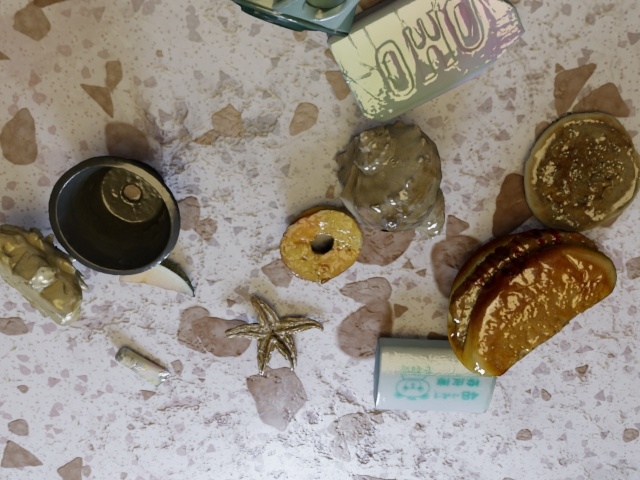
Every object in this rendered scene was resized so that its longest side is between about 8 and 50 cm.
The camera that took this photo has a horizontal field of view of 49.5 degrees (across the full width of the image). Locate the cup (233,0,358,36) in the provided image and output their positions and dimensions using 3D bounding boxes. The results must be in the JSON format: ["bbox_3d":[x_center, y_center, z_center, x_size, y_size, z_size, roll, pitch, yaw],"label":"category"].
[{"bbox_3d":[-0.009,-0.548,1.173,0.401,0.310,0.392,29,111,24],"label":"cup"}]

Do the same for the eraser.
[{"bbox_3d":[0.282,0.335,1.728,0.290,0.104,0.189,2,119,-2],"label":"eraser"}]

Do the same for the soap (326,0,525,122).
[{"bbox_3d":[0.208,-0.394,1.375,0.347,0.115,0.208,-25,114,10],"label":"soap"}]

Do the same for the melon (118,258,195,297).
[{"bbox_3d":[-0.374,0.078,1.621,0.182,0.054,0.098,14,120,-7],"label":"melon"}]

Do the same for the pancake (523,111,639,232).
[{"bbox_3d":[0.575,-0.145,1.538,0.282,0.049,0.282,0,112,0],"label":"pancake"}]

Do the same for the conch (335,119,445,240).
[{"bbox_3d":[0.139,-0.103,1.455,0.186,0.263,0.324,-43,125,-28],"label":"conch"}]

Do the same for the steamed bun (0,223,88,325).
[{"bbox_3d":[-0.608,0.055,1.503,0.292,0.137,0.295,26,151,31],"label":"steamed bun"}]

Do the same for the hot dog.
[{"bbox_3d":[0.443,0.109,1.564,0.405,0.185,0.223,-38,101,5],"label":"hot dog"}]

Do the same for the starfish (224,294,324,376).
[{"bbox_3d":[-0.110,0.231,1.702,0.241,0.043,0.227,-7,117,-2],"label":"starfish"}]

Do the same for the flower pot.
[{"bbox_3d":[-0.420,-0.076,1.486,0.269,0.166,0.269,1,117,1],"label":"flower pot"}]

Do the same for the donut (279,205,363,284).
[{"bbox_3d":[0.001,0.001,1.581,0.174,0.074,0.190,42,104,-17],"label":"donut"}]

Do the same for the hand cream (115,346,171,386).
[{"bbox_3d":[-0.450,0.318,1.742,0.143,0.039,0.061,38,107,-22],"label":"hand cream"}]
